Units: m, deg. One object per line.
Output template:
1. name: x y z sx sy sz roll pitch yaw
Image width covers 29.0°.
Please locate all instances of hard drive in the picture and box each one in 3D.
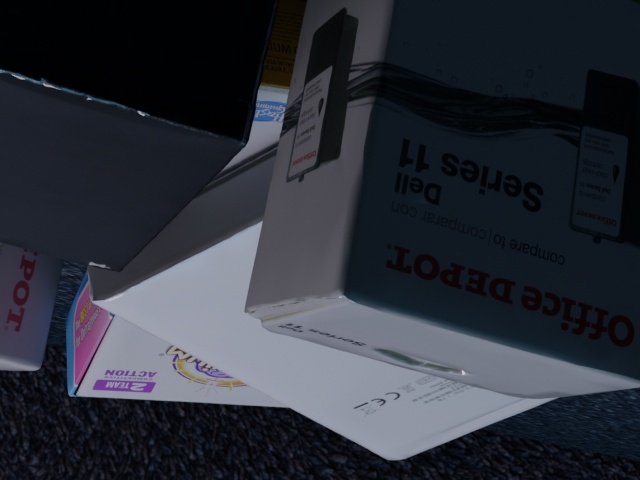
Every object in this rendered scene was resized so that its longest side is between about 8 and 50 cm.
1. hard drive: 0.045 0.040 0.720 0.203 0.040 0.307 -26 143 22

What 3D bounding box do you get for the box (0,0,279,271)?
1. box: -0.083 -0.102 0.477 0.103 0.184 0.261 13 167 -15

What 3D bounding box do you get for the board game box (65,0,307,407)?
1. board game box: 0.000 0.000 0.744 0.242 0.064 0.316 7 143 -24

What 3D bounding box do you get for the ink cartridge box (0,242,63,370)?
1. ink cartridge box: -0.295 -0.059 0.750 0.129 0.223 0.307 0 163 33

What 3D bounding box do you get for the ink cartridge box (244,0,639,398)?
1. ink cartridge box: 0.069 -0.050 0.520 0.153 0.208 0.087 16 166 -25
